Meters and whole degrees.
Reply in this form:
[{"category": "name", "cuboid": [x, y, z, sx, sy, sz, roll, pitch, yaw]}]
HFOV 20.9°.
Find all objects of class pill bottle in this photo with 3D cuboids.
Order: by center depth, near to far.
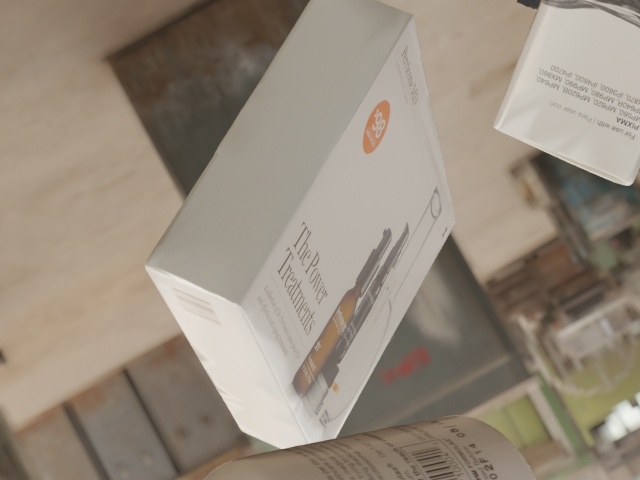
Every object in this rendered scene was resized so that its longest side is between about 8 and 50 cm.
[{"category": "pill bottle", "cuboid": [-0.003, 0.172, 0.908, 0.229, 0.131, 0.131, -7, 162, -33]}]

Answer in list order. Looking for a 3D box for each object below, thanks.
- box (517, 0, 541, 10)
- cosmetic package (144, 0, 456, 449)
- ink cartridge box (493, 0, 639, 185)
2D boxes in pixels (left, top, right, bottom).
[{"category": "box", "cuboid": [0.276, -0.297, 1.627, 0.158, 0.093, 0.156, -21, 126, -37]}, {"category": "cosmetic package", "cuboid": [0.000, 0.000, 1.501, 0.284, 0.097, 0.377, -62, 160, -19]}, {"category": "ink cartridge box", "cuboid": [0.234, -0.201, 1.287, 0.197, 0.114, 0.273, -54, 165, -71]}]
